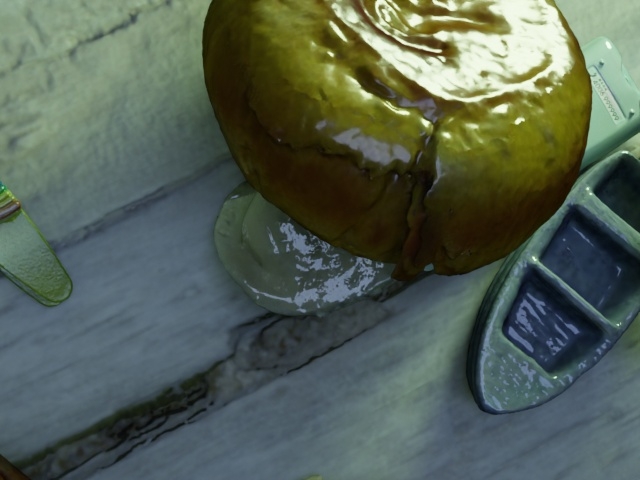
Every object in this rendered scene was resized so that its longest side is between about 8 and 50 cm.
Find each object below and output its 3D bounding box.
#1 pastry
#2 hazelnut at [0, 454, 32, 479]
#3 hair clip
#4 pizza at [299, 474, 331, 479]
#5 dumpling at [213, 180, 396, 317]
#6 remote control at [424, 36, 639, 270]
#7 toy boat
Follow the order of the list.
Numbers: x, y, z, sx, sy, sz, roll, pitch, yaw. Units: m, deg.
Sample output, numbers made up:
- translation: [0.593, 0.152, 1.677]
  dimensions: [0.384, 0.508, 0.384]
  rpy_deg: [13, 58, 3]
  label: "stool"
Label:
- translation: [0.064, -0.132, 1.050]
  dimensions: [0.356, 0.164, 0.356]
  rpy_deg: [11, 51, -14]
  label: "pastry"
- translation: [-0.304, 0.239, 0.976]
  dimensions: [0.182, 0.182, 0.182]
  rpy_deg: [1, 85, -15]
  label: "hazelnut"
- translation: [-0.282, -0.017, 1.063]
  dimensions: [0.060, 0.033, 0.188]
  rpy_deg: [-43, 97, -12]
  label: "hair clip"
- translation: [-0.048, 0.274, 1.082]
  dimensions: [0.194, 0.069, 0.154]
  rpy_deg: [-38, 95, -13]
  label: "pizza"
- translation: [-0.001, 0.000, 1.105]
  dimensions: [0.177, 0.092, 0.150]
  rpy_deg: [16, 76, -13]
  label: "dumpling"
- translation: [0.189, -0.086, 1.188]
  dimensions: [0.293, 0.051, 0.103]
  rpy_deg: [-33, 94, -16]
  label: "remote control"
- translation: [0.229, 0.048, 1.174]
  dimensions: [0.127, 0.078, 0.283]
  rpy_deg: [41, 77, -9]
  label: "toy boat"
